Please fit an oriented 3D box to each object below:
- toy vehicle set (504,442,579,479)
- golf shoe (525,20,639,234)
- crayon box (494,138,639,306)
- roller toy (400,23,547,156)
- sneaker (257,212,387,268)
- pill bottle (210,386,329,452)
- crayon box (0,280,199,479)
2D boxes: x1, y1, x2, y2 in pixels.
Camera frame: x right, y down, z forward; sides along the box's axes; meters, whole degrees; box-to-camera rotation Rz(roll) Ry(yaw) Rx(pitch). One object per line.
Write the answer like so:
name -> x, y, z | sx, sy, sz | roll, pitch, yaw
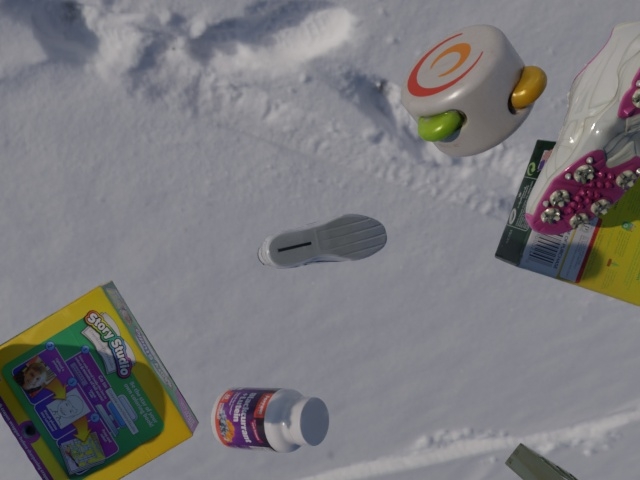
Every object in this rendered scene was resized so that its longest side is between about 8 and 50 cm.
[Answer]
toy vehicle set -> 0.363, 0.365, 1.096 | 0.035, 0.166, 0.267 | -52, 143, 0
golf shoe -> 0.362, -0.144, 1.044 | 0.115, 0.140, 0.306 | 16, 123, -26
crayon box -> 0.458, -0.015, 1.282 | 0.318, 0.081, 0.202 | 18, 95, -19
roller toy -> 0.244, -0.238, 1.296 | 0.209, 0.191, 0.146 | -38, 122, 13
sneaker -> 0.000, 0.000, 1.532 | 0.258, 0.094, 0.091 | -6, -179, -23
pill bottle -> -0.085, 0.306, 1.368 | 0.193, 0.108, 0.108 | -7, 153, 37
crayon box -> -0.482, 0.319, 1.664 | 0.313, 0.363, 0.106 | -31, -177, 0
